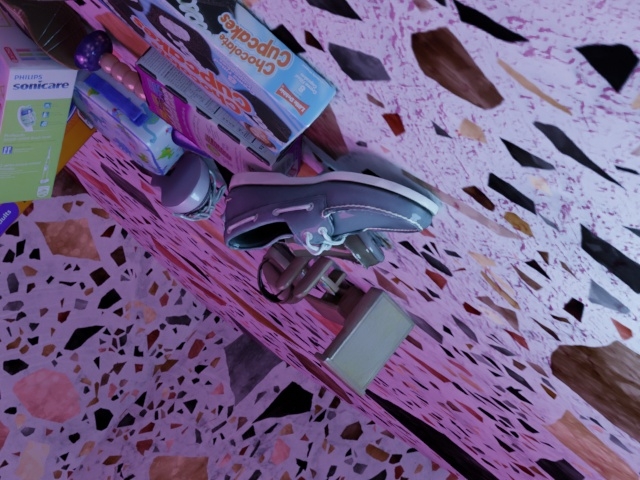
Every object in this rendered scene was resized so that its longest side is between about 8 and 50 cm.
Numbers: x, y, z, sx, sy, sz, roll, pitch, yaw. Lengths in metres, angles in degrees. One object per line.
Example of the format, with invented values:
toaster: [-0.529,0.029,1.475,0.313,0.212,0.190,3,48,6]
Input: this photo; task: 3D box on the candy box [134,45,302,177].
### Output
candy box: [-0.135,-0.165,1.342,0.233,0.071,0.159,38,167,7]

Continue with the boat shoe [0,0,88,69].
boat shoe: [-0.450,-0.363,1.577,0.223,0.080,0.073,44,176,-8]

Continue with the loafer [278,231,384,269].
loafer: [0.000,0.000,1.498,0.251,0.087,0.094,24,161,51]

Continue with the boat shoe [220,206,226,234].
boat shoe: [-0.167,-0.029,1.948,0.066,0.063,0.184,39,168,4]

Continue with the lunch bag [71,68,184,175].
lunch bag: [-0.335,-0.218,1.704,0.219,0.090,0.176,38,168,11]

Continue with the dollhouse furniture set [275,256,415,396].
dollhouse furniture set: [0.033,0.161,1.805,0.212,0.161,0.242,45,167,-26]

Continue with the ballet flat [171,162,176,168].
ballet flat: [-0.343,-0.211,1.858,0.206,0.073,0.067,42,-165,3]

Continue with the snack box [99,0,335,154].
snack box: [-0.138,-0.236,1.124,0.322,0.060,0.187,41,168,-7]

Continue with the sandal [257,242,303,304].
sandal: [-0.093,0.082,2.072,0.120,0.086,0.303,38,168,8]

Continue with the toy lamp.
toy lamp: [-0.253,-0.220,1.493,0.274,0.080,0.080,38,168,14]

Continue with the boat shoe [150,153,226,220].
boat shoe: [-0.241,-0.090,1.843,0.105,0.113,0.306,37,172,-21]

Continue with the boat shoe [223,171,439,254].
boat shoe: [0.002,-0.023,1.225,0.319,0.099,0.116,5,161,39]

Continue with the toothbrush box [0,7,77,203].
toothbrush box: [-0.533,-0.236,1.697,0.206,0.122,0.283,53,134,33]

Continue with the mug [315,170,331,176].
mug: [0.010,-0.058,1.336,0.064,0.062,0.078,47,161,0]

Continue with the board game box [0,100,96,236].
board game box: [-0.723,-0.287,1.970,0.356,0.356,0.356,28,164,41]
